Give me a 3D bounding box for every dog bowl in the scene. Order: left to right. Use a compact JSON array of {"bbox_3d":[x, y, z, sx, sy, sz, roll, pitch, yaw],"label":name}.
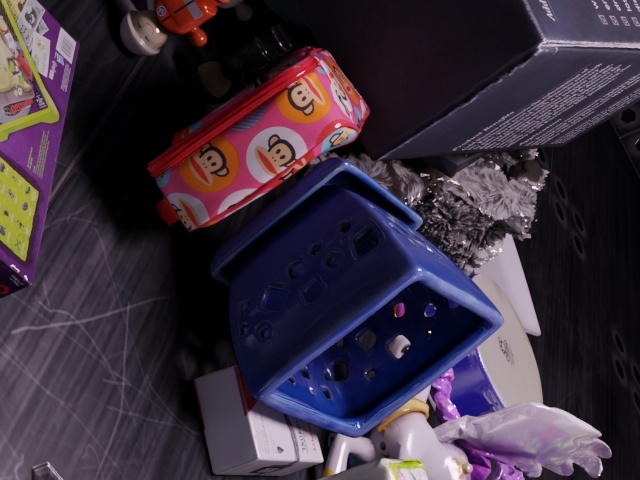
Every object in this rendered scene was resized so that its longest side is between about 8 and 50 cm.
[{"bbox_3d":[0.248,0.189,2.182,0.265,0.104,0.264,47,30,-39],"label":"dog bowl"}]

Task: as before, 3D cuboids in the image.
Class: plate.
[{"bbox_3d":[0.300,0.039,2.498,0.277,0.045,0.278,17,54,-62],"label":"plate"}]

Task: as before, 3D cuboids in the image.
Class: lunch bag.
[{"bbox_3d":[-0.079,-0.106,1.569,0.120,0.258,0.293,54,10,-5],"label":"lunch bag"}]

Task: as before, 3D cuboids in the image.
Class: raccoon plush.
[{"bbox_3d":[0.134,-0.065,2.160,0.447,0.299,0.216,8,60,-22],"label":"raccoon plush"}]

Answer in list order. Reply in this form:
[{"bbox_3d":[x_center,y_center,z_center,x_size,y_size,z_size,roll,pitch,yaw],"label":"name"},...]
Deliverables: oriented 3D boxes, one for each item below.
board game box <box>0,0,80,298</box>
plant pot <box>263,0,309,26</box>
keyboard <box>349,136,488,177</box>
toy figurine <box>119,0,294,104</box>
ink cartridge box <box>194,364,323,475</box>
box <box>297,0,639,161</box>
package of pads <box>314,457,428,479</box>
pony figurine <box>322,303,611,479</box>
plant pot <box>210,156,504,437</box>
[{"bbox_3d":[-0.331,-0.137,1.314,0.208,0.056,0.346,52,27,-40],"label":"board game box"},{"bbox_3d":[-0.001,-0.470,2.086,0.252,0.248,0.247,-17,85,-56],"label":"plant pot"},{"bbox_3d":[0.086,-0.187,2.019,0.317,0.033,0.201,35,47,27],"label":"keyboard"},{"bbox_3d":[-0.155,-0.297,1.721,0.213,0.148,0.209,31,37,-51],"label":"toy figurine"},{"bbox_3d":[-0.067,0.203,1.548,0.150,0.063,0.109,18,53,-60],"label":"ink cartridge box"},{"bbox_3d":[0.208,-0.383,1.825,0.472,0.297,0.479,-7,69,-52],"label":"box"},{"bbox_3d":[0.036,0.386,1.402,0.101,0.229,0.296,17,55,-61],"label":"package of pads"},{"bbox_3d":[0.152,0.281,1.749,0.351,0.303,0.363,41,49,-31],"label":"pony figurine"},{"bbox_3d":[0.028,0.057,1.556,0.236,0.236,0.212,32,23,-54],"label":"plant pot"}]
